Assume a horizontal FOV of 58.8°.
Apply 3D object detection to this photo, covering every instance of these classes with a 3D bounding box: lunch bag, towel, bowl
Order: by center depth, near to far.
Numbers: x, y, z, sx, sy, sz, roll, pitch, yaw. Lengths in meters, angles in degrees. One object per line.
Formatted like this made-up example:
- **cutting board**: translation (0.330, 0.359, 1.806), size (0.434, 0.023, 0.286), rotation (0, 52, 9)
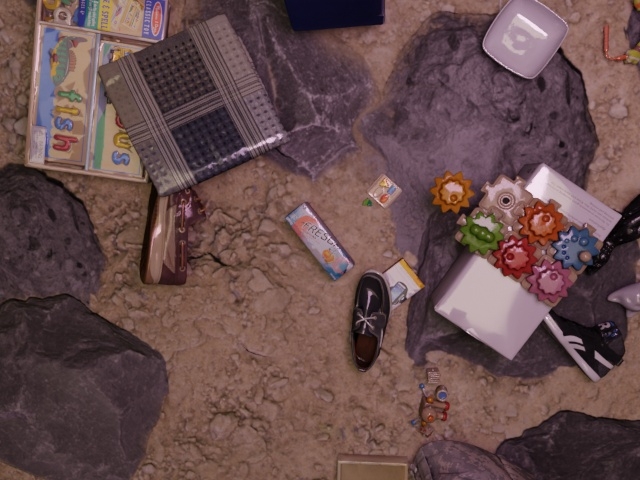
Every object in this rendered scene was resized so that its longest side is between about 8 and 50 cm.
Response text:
- **bowl**: translation (0.421, -0.421, 1.188), size (0.142, 0.053, 0.142), rotation (34, 99, -1)
- **lunch bag**: translation (0.332, 0.570, 1.203), size (0.256, 0.305, 0.212), rotation (30, 96, -3)
- **towel**: translation (-0.269, -0.291, 1.219), size (0.312, 0.056, 0.324), rotation (-26, 87, -6)

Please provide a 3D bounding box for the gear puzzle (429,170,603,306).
- **gear puzzle**: translation (0.365, -0.031, 1.098), size (0.339, 0.044, 0.175), rotation (36, 99, 6)

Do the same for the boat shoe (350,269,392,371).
- **boat shoe**: translation (0.109, 0.179, 1.261), size (0.084, 0.079, 0.233), rotation (10, 109, 15)

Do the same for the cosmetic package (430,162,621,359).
- **cosmetic package**: translation (0.416, 0.039, 1.196), size (0.197, 0.155, 0.365), rotation (36, 100, 1)

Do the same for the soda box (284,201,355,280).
- **soda box**: translation (0.000, 0.000, 1.276), size (0.058, 0.063, 0.183), rotation (-38, 92, 9)

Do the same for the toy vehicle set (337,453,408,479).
- **toy vehicle set**: translation (0.123, 0.646, 1.361), size (0.166, 0.035, 0.266), rotation (2, 97, 5)

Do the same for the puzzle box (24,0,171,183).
- **puzzle box**: translation (-0.491, -0.344, 1.258), size (0.272, 0.052, 0.408), rotation (7, 98, -8)

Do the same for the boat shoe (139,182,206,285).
- **boat shoe**: translation (-0.320, -0.064, 1.286), size (0.123, 0.123, 0.341), rotation (10, 87, -26)

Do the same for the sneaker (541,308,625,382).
- **sneaker**: translation (0.577, 0.196, 1.246), size (0.121, 0.079, 0.217), rotation (-41, 100, 6)

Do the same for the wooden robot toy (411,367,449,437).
- **wooden robot toy**: translation (0.258, 0.384, 1.293), size (0.076, 0.079, 0.173), rotation (11, 99, 4)

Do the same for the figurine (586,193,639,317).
- **figurine**: translation (0.680, 0.040, 1.215), size (0.209, 0.092, 0.215), rotation (-41, 93, 17)

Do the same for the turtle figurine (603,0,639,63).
- **turtle figurine**: translation (0.721, -0.461, 1.138), size (0.217, 0.087, 0.269), rotation (27, 99, 2)

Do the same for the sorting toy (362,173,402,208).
- **sorting toy**: translation (0.135, -0.100, 1.276), size (0.062, 0.012, 0.083), rotation (41, 99, -1)

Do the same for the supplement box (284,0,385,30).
- **supplement box**: translation (0.023, -0.620, 1.092), size (0.195, 0.194, 0.356), rotation (-3, 83, 5)

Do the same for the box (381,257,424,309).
- **box**: translation (0.158, 0.111, 1.295), size (0.136, 0.028, 0.081), rotation (-38, 92, 11)
